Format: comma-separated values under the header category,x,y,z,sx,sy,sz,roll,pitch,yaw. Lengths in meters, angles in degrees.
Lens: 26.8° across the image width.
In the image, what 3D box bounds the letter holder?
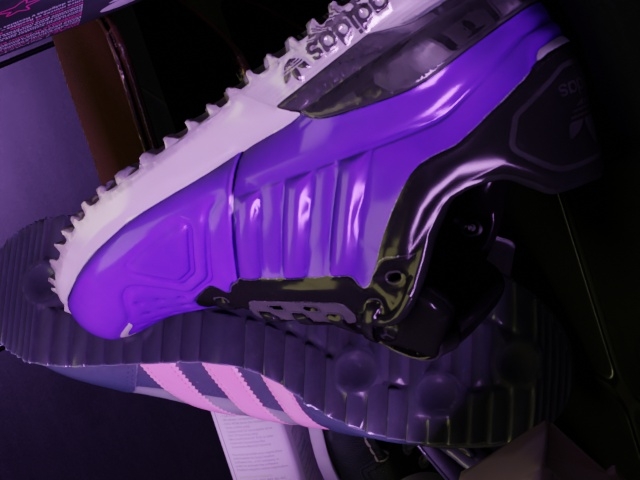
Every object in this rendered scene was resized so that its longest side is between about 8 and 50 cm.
category,x,y,z,sx,sy,sz,roll,pitch,yaw
letter holder,-0.085,-0.111,0.938,0.302,0.152,0.214,42,152,62

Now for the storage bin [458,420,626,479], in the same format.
category,x,y,z,sx,sy,sz,roll,pitch,yaw
storage bin,0.112,0.231,0.491,0.260,0.123,0.262,55,-165,-1

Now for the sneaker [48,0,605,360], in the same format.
category,x,y,z,sx,sy,sz,roll,pitch,yaw
sneaker,0.000,0.000,0.596,0.293,0.102,0.146,-35,88,35

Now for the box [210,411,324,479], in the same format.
category,x,y,z,sx,sy,sz,roll,pitch,yaw
box,-0.015,0.154,1.102,0.232,0.059,0.322,-72,-28,-60

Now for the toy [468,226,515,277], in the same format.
category,x,y,z,sx,sy,sz,roll,pitch,yaw
toy,0.047,0.037,0.818,0.137,0.056,0.237,18,148,13

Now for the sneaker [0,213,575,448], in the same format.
category,x,y,z,sx,sy,sz,roll,pitch,yaw
sneaker,-0.016,0.049,0.752,0.131,0.319,0.112,49,-127,-73

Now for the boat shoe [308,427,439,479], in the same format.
category,x,y,z,sx,sy,sz,roll,pitch,yaw
boat shoe,0.056,0.175,1.059,0.114,0.091,0.302,-81,-21,-50

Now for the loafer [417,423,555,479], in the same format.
category,x,y,z,sx,sy,sz,roll,pitch,yaw
loafer,0.126,0.174,0.744,0.223,0.078,0.076,57,163,26

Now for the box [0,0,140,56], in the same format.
category,x,y,z,sx,sy,sz,roll,pitch,yaw
box,-0.116,-0.198,0.638,0.163,0.247,0.142,66,168,-2

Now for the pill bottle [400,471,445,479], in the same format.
category,x,y,z,sx,sy,sz,roll,pitch,yaw
pill bottle,0.103,0.231,0.939,0.169,0.094,0.094,43,155,62
